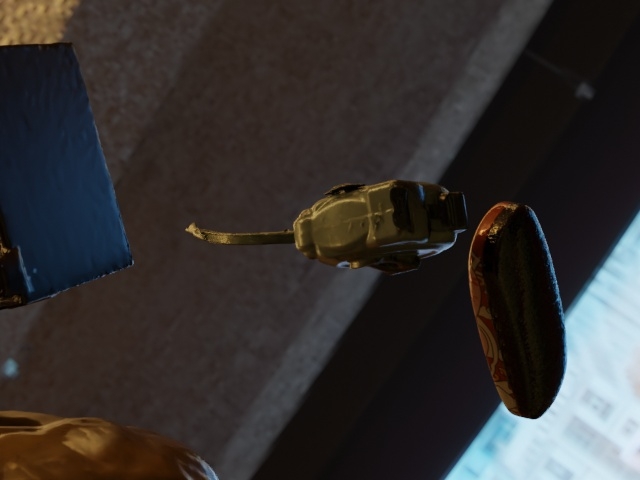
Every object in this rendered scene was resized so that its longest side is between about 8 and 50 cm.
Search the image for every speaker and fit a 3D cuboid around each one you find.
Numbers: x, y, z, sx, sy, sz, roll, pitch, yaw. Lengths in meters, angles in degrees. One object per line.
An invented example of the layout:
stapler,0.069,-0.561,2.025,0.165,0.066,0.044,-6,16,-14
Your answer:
speaker,-0.320,-0.044,1.409,0.254,0.184,0.232,-26,-78,-70

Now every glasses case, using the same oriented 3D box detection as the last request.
glasses case,0.210,0.077,1.655,0.103,0.067,0.266,-51,-41,-36

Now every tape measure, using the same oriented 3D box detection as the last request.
tape measure,-0.001,0.001,1.595,0.164,0.330,0.084,8,-106,-43

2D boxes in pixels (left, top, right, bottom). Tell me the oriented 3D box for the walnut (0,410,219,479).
walnut,-0.254,0.315,1.361,0.383,0.383,0.383,-42,-26,-26
